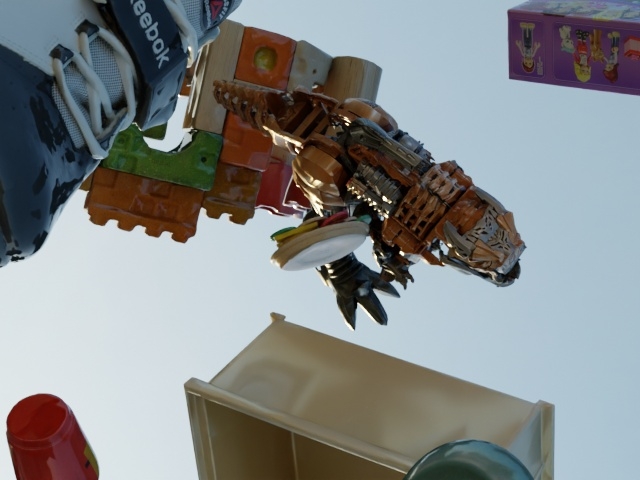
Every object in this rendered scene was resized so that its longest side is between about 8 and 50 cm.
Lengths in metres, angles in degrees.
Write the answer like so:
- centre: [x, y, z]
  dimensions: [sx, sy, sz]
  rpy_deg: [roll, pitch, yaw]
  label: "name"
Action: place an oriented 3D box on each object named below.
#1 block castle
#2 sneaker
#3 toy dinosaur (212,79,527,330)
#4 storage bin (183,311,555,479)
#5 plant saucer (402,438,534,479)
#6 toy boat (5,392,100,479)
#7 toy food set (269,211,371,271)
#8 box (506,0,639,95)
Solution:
- centre: [-0.185, -0.113, 1.613]
  dimensions: [0.303, 0.453, 0.213]
  rpy_deg: [-175, -83, -71]
  label: "block castle"
- centre: [-0.117, -0.119, 0.858]
  dimensions: [0.330, 0.146, 0.122]
  rpy_deg: [-89, 170, -48]
  label: "sneaker"
- centre: [0.044, -0.058, 1.379]
  dimensions: [0.322, 0.164, 0.218]
  rpy_deg: [57, -5, 30]
  label: "toy dinosaur"
- centre: [0.044, 0.220, 1.298]
  dimensions: [0.262, 0.123, 0.260]
  rpy_deg: [16, -51, 28]
  label: "storage bin"
- centre: [0.086, 0.183, 1.019]
  dimensions: [0.119, 0.021, 0.119]
  rpy_deg: [-12, -110, 35]
  label: "plant saucer"
- centre: [-0.187, 0.255, 1.014]
  dimensions: [0.318, 0.267, 0.148]
  rpy_deg: [-81, 168, -45]
  label: "toy boat"
- centre: [0.000, 0.000, 1.236]
  dimensions: [0.082, 0.083, 0.020]
  rpy_deg: [83, -12, -74]
  label: "toy food set"
- centre: [0.309, -0.149, 1.162]
  dimensions: [0.293, 0.201, 0.057]
  rpy_deg: [12, -64, 34]
  label: "box"
